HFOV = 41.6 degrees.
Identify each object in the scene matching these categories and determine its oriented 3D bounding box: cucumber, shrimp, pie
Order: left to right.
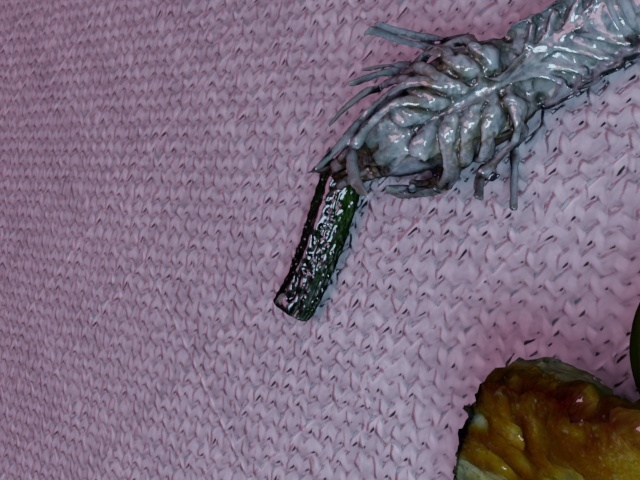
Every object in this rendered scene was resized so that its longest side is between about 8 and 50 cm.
[{"bbox_3d":[0.000,0.000,0.958,0.058,0.058,0.187,27,103,39],"label":"cucumber"},{"bbox_3d":[0.148,-0.133,0.794,0.410,0.166,0.221,-27,90,20],"label":"shrimp"},{"bbox_3d":[0.227,0.241,0.641,0.288,0.103,0.354,35,142,34],"label":"pie"}]

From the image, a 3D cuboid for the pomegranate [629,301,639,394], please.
[{"bbox_3d":[0.320,0.112,0.606,0.187,0.187,0.225,-1,104,40],"label":"pomegranate"}]
